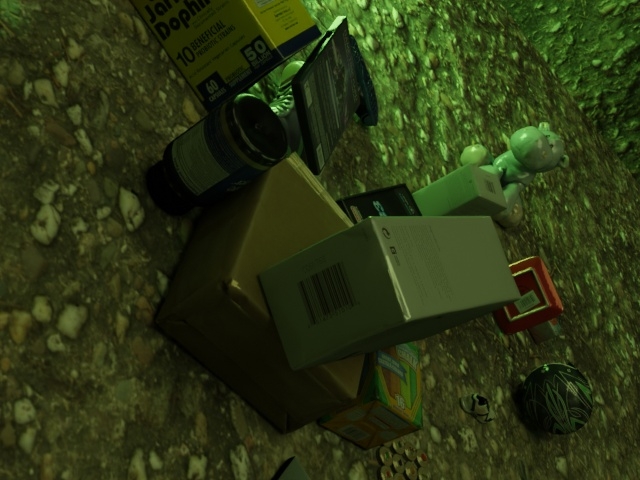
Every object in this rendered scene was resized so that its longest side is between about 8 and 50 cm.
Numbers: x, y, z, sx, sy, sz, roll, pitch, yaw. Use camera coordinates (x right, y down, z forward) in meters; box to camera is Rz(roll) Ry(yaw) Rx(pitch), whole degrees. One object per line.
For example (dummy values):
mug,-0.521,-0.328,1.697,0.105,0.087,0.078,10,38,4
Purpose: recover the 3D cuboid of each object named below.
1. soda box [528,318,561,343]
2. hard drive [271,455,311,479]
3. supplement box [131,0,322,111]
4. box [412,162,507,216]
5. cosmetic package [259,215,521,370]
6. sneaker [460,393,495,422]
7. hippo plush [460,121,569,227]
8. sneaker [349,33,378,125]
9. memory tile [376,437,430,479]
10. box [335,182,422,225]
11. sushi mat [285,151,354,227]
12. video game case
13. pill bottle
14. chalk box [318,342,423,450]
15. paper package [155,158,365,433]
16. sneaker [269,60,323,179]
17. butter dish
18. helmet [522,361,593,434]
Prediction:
soda box,0.543,0.168,2.343,0.183,0.063,0.058,61,31,0
hard drive,-0.028,0.409,1.391,0.135,0.022,0.094,57,32,-6
supplement box,-0.198,-0.452,1.672,0.357,0.194,0.195,55,32,-9
box,0.325,-0.092,2.142,0.130,0.170,0.091,16,54,-48
cosmetic package,0.117,0.070,1.377,0.385,0.217,0.156,-1,68,-54
sneaker,0.341,0.354,1.933,0.109,0.043,0.040,32,40,-40
hippo plush,0.551,-0.181,2.466,0.294,0.236,0.234,10,57,-51
sneaker,0.063,-0.357,2.083,0.081,0.090,0.232,-72,146,-51
memory tile,0.152,0.409,1.653,0.148,0.012,0.113,36,40,-35
box,0.155,0.036,1.900,0.293,0.073,0.296,-14,77,-58
sushi mat,0.000,0.000,1.691,0.316,0.019,0.151,51,63,-14
video game case,0.015,-0.280,1.748,0.274,0.026,0.196,-64,150,-48
pill bottle,-0.168,-0.127,1.433,0.122,0.219,0.123,34,41,-36
chalk box,0.088,0.229,1.592,0.132,0.132,0.213,36,39,-34
paper package,-0.065,0.083,1.461,0.309,0.168,0.325,46,34,-25
sneaker,-0.070,-0.262,1.794,0.161,0.102,0.282,24,47,-40
butter dish,0.496,0.139,2.250,0.118,0.160,0.160,36,32,-72
helmet,0.543,0.360,2.101,0.169,0.169,0.161,64,15,5
